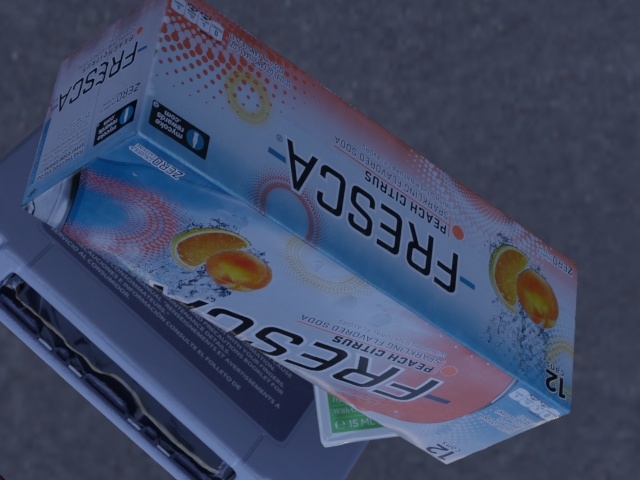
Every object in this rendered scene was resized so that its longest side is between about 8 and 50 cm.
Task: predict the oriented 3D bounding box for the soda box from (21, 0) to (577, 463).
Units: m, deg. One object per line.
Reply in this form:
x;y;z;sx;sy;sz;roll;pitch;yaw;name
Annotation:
0.000;0.000;0.614;0.183;0.063;0.058;33;137;-29;soda box

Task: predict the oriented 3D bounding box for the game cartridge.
-0.089;0.044;1.247;0.294;0.196;0.060;43;129;-2;game cartridge

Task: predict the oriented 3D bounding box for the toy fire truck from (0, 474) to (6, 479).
-0.158;0.175;0.624;0.302;0.169;0.254;24;-174;18;toy fire truck

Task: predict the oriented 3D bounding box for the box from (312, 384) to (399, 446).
0.044;0.061;1.108;0.101;0.087;0.102;-7;-176;0;box
